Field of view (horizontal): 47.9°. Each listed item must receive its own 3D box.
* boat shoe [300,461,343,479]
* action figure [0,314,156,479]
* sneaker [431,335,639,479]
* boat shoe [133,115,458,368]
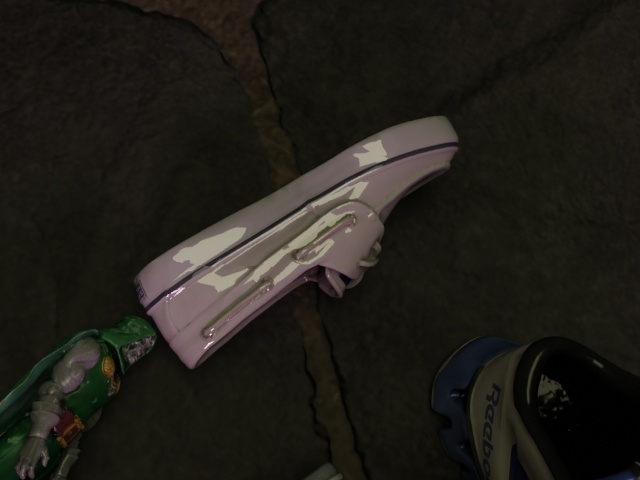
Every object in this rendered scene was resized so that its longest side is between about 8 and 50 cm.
[{"bbox_3d":[-0.116,0.228,0.422,0.321,0.118,0.103,-14,65,-18],"label":"boat shoe"},{"bbox_3d":[-0.186,0.133,0.448,0.063,0.137,0.232,29,58,14],"label":"action figure"},{"bbox_3d":[0.182,0.192,0.442,0.128,0.182,0.315,-22,75,-14],"label":"sneaker"},{"bbox_3d":[0.000,0.000,0.531,0.268,0.096,0.088,-29,81,-16],"label":"boat shoe"}]
